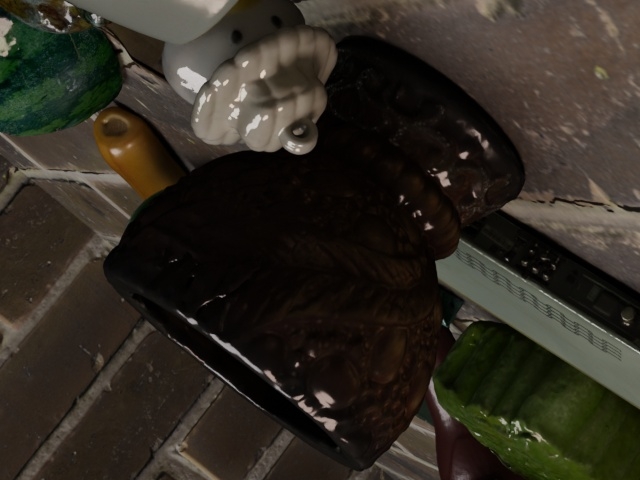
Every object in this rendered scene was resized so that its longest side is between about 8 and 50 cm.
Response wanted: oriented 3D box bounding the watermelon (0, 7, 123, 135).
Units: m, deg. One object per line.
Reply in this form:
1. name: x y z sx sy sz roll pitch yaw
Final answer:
1. watermelon: -0.415 -0.232 1.586 0.292 0.222 0.319 41 169 4

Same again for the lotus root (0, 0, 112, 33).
1. lotus root: -0.263 -0.257 1.322 0.192 0.088 0.113 29 146 30

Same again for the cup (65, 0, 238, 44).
1. cup: -0.146 -0.256 0.849 0.234 0.186 0.258 33 -158 -26

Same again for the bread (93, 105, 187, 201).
1. bread: -0.245 -0.100 1.943 0.092 0.074 0.239 25 164 30

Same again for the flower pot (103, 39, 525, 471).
1. flower pot: 0.009 0.001 1.072 0.266 0.267 0.266 35 167 9

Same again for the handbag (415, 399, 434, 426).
1. handbag: 0.236 0.250 1.852 0.247 0.079 0.260 35 168 9

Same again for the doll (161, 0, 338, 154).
1. doll: -0.090 -0.173 0.977 0.293 0.138 0.119 54 142 21

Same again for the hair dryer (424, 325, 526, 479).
1. hair dryer: 0.176 0.280 1.565 0.313 0.123 0.340 63 -165 -13

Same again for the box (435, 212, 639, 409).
1. box: 0.193 0.044 1.241 0.270 0.045 0.211 33 168 23

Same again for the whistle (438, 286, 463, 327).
1. whistle: 0.086 0.045 1.595 0.186 0.039 0.039 30 167 32

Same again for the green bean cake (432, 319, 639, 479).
1. green bean cake: 0.251 0.197 1.466 0.248 0.125 0.222 44 167 -31

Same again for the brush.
1. brush: -0.172 -0.203 1.350 0.327 0.070 0.065 32 178 32

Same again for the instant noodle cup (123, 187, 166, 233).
1. instant noodle cup: -0.138 0.004 1.790 0.207 0.207 0.232 40 160 -10
